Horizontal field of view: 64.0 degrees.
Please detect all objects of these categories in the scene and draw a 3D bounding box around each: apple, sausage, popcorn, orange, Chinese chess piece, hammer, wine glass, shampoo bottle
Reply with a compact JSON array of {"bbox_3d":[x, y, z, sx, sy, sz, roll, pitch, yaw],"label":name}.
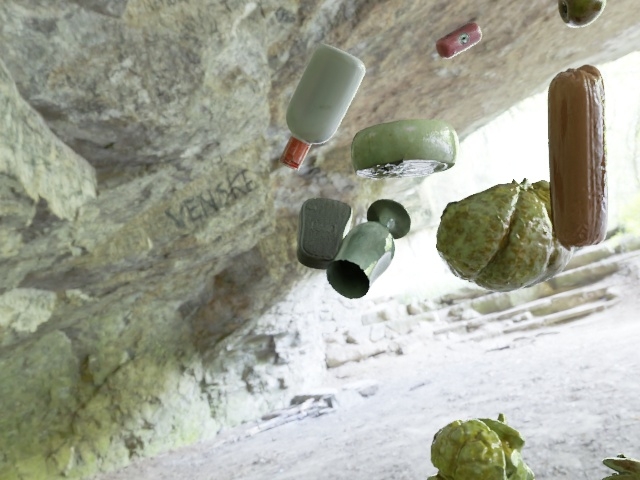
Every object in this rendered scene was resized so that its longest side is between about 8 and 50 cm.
[{"bbox_3d":[0.513,-0.469,1.011,0.074,0.089,0.089,-34,-13,12],"label":"apple"},{"bbox_3d":[0.403,-0.124,0.804,0.086,0.288,0.086,-8,15,2],"label":"sausage"},{"bbox_3d":[0.291,0.411,0.929,0.188,0.185,0.167,13,-21,-38],"label":"popcorn"},{"bbox_3d":[0.448,0.009,1.194,0.369,0.210,0.270,-8,-37,-31],"label":"orange"},{"bbox_3d":[0.112,-0.119,0.692,0.144,0.058,0.144,-3,-2,0],"label":"Chinese chess piece"},{"bbox_3d":[0.243,-0.351,0.899,0.083,0.043,0.043,-29,-8,-7],"label":"hammer"},{"bbox_3d":[0.084,0.012,0.876,0.093,0.093,0.202,-25,18,38],"label":"wine glass"},{"bbox_3d":[-0.009,-0.232,0.916,0.220,0.108,0.051,-62,-22,12],"label":"shampoo bottle"}]

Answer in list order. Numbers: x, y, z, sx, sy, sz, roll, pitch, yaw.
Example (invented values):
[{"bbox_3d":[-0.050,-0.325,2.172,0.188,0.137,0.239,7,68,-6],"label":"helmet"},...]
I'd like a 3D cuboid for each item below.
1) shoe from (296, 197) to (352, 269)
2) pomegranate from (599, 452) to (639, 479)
[{"bbox_3d":[0.000,0.000,1.029,0.108,0.093,0.241,12,33,1],"label":"shoe"},{"bbox_3d":[0.716,0.472,0.967,0.231,0.230,0.286,-13,-25,-25],"label":"pomegranate"}]
